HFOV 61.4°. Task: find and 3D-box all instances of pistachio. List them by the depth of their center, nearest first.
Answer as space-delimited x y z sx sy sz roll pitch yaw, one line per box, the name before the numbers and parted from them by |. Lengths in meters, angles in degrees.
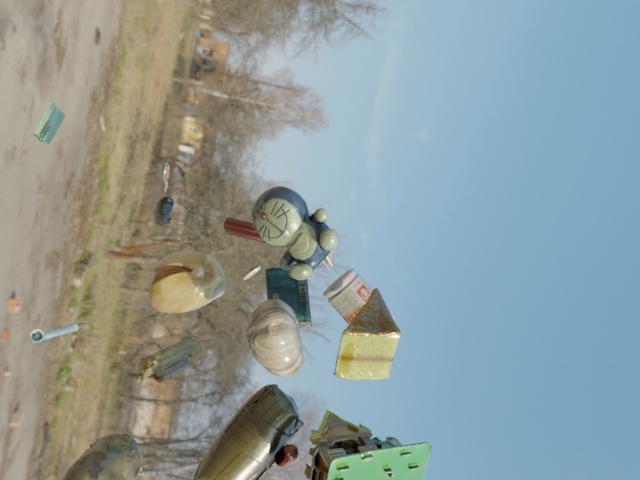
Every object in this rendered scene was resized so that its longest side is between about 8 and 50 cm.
pistachio | -0.469 0.150 1.887 0.308 0.230 0.230 -20 -124 34

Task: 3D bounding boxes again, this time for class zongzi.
zongzi | -0.270 0.761 1.933 0.500 0.218 0.467 -47 167 -16

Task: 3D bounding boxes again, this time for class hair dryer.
hair dryer | -0.829 0.287 1.718 0.155 0.183 0.044 -25 -97 60

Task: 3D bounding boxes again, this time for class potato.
potato | -0.560 0.597 1.365 0.262 0.164 0.165 -39 145 -71

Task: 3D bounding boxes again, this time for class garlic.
garlic | -0.134 0.283 1.566 0.228 0.152 0.228 -18 90 -87

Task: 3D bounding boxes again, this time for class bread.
bread | 0.162 0.354 2.151 0.362 0.244 0.233 -104 -159 -62

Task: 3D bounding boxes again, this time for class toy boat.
toy boat | -0.592 0.476 2.116 0.089 0.310 0.115 -27 -95 31

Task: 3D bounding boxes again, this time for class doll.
doll | -0.078 -0.036 1.507 0.228 0.258 0.154 -52 179 31

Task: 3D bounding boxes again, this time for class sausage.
sausage | -0.107 0.689 1.721 0.094 0.054 0.059 -53 -131 34

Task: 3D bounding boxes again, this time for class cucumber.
cucumber | -0.672 -0.127 2.299 0.072 0.081 0.303 60 -21 2

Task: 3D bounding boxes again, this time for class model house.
model house | 0.125 0.646 1.676 0.313 0.357 0.243 -131 -136 -59

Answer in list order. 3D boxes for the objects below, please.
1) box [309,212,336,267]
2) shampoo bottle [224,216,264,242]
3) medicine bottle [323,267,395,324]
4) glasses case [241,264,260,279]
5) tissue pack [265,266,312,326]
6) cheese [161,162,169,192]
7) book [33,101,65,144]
box | 0.000 0.000 2.058 0.029 0.198 0.109 -18 -145 22
shampoo bottle | -0.251 -0.032 2.142 0.102 0.260 0.064 59 48 -60
medicine bottle | 0.184 0.311 2.588 0.202 0.316 0.202 -42 180 0
glasses case | -0.270 0.123 2.097 0.021 0.083 0.032 60 -11 -30
tissue pack | -0.143 0.261 2.424 0.134 0.192 0.271 81 3 -72
cheese | -0.445 -0.182 1.549 0.111 0.017 0.047 110 -8 -52
book | -0.729 -0.310 1.450 0.103 0.017 0.135 -64 -166 -7
